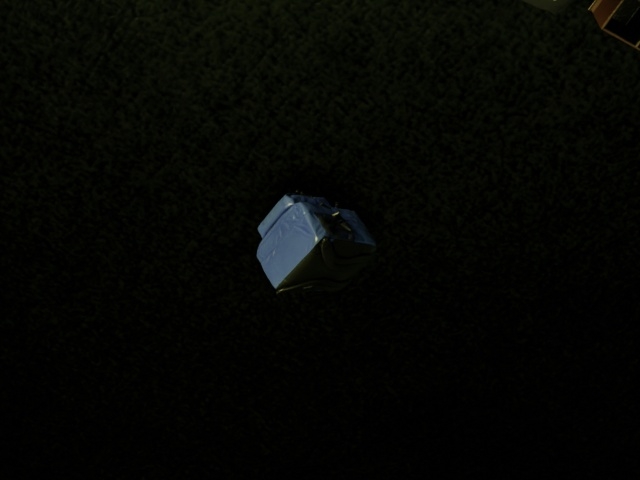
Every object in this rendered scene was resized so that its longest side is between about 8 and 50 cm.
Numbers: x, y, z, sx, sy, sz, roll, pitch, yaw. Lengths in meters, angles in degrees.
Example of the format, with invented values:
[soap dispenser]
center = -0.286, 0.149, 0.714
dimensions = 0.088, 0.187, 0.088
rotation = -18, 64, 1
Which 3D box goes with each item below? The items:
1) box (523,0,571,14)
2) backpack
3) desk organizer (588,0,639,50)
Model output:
[box]
center = 0.132, -0.365, 0.725
dimensions = 0.312, 0.179, 0.343
rotation = 18, 157, -15
[backpack]
center = 0.000, 0.000, 1.139
dimensions = 0.120, 0.101, 0.098
rotation = 9, 138, -46
[desk organizer]
center = 0.336, -0.209, 1.010
dimensions = 0.130, 0.050, 0.047
rotation = 24, 123, -16
